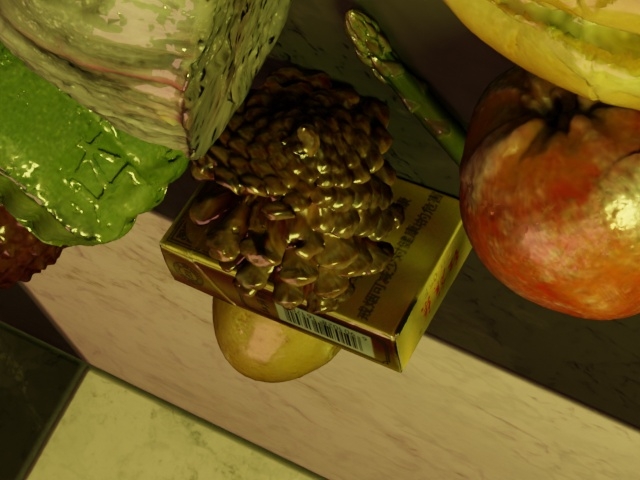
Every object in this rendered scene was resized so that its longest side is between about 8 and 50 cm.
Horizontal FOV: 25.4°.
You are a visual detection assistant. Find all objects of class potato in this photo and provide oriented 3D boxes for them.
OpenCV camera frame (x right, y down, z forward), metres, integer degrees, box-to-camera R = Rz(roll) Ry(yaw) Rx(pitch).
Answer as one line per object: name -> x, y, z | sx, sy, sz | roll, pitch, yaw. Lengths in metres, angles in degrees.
potato -> -0.035, 0.066, 1.411 | 0.178, 0.158, 0.203 | 22, -174, -19

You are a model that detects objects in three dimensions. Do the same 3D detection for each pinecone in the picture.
pinecone -> -0.019, -0.035, 1.127 | 0.150, 0.179, 0.195 | 9, 130, 48

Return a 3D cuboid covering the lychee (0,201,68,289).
lychee -> -0.359, -0.079, 1.414 | 0.276, 0.275, 0.304 | 31, 151, -11

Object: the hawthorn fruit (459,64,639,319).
hawthorn fruit -> 0.169, -0.030, 0.893 | 0.173, 0.173, 0.173 | 25, 163, 8

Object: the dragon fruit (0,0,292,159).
dragon fruit -> -0.126, -0.191, 0.815 | 0.221, 0.204, 0.283 | 27, 162, 6

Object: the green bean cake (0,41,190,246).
green bean cake -> -0.203, -0.115, 1.145 | 0.214, 0.200, 0.113 | 43, 157, -13

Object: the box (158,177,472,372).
box -> 0.000, 0.000, 1.257 | 0.240, 0.159, 0.071 | 22, 155, 23

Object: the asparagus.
asparagus -> 0.078, -0.100, 1.060 | 0.236, 0.027, 0.034 | 44, 177, -40

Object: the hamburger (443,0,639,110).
hamburger -> 0.144, -0.136, 0.637 | 0.283, 0.156, 0.144 | 21, 162, 16
